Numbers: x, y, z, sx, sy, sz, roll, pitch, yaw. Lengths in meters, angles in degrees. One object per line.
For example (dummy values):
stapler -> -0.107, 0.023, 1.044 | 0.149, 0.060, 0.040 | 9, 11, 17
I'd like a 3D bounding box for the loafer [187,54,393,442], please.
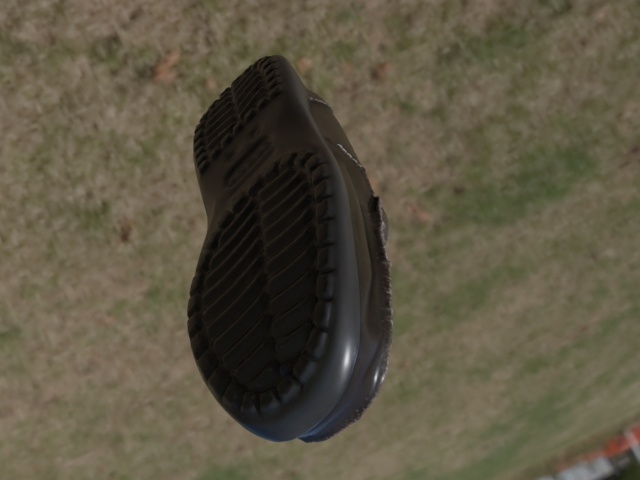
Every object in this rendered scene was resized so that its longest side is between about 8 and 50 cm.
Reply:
loafer -> 0.000, 0.000, 0.483 | 0.078, 0.220, 0.080 | 37, 116, -28
